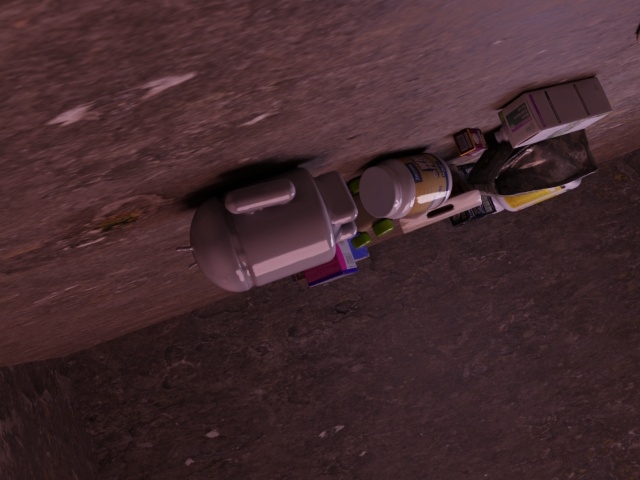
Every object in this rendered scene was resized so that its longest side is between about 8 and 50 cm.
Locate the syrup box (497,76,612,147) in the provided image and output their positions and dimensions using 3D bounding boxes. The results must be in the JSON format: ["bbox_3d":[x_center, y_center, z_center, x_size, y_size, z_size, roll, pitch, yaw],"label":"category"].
[{"bbox_3d":[0.528,-0.289,1.272,0.236,0.097,0.093,-17,170,-24],"label":"syrup box"}]

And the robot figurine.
[{"bbox_3d":[-0.105,-0.020,1.125,0.353,0.200,0.300,-19,150,-8],"label":"robot figurine"}]

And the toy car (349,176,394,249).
[{"bbox_3d":[0.138,-0.084,1.523,0.148,0.155,0.188,-31,174,33],"label":"toy car"}]

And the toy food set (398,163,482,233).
[{"bbox_3d":[0.310,-0.135,1.600,0.219,0.093,0.306,-21,-160,9],"label":"toy food set"}]

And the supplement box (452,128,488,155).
[{"bbox_3d":[0.365,-0.238,1.375,0.043,0.055,0.083,-25,172,38],"label":"supplement box"}]

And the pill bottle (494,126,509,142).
[{"bbox_3d":[0.492,-0.281,1.451,0.083,0.044,0.043,-23,173,26],"label":"pill bottle"}]

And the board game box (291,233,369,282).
[{"bbox_3d":[0.016,0.052,2.216,0.231,0.141,0.291,-17,176,-22],"label":"board game box"}]

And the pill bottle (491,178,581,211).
[{"bbox_3d":[0.742,-0.220,2.047,0.333,0.188,0.187,-26,171,41],"label":"pill bottle"}]

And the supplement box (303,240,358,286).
[{"bbox_3d":[0.000,0.000,1.507,0.113,0.220,0.111,-22,173,23],"label":"supplement box"}]

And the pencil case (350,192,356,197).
[{"bbox_3d":[0.131,-0.111,1.656,0.151,0.065,0.070,-10,148,-50],"label":"pencil case"}]

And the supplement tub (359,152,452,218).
[{"bbox_3d":[0.207,-0.132,1.374,0.199,0.145,0.144,-15,172,-37],"label":"supplement tub"}]

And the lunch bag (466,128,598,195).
[{"bbox_3d":[0.553,-0.208,1.553,0.286,0.169,0.235,-22,-173,0],"label":"lunch bag"}]

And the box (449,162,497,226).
[{"bbox_3d":[0.470,-0.150,1.840,0.147,0.180,0.077,-16,171,-37],"label":"box"}]

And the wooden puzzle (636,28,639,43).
[{"bbox_3d":[0.672,-0.417,0.946,0.238,0.044,0.221,-18,175,21],"label":"wooden puzzle"}]
